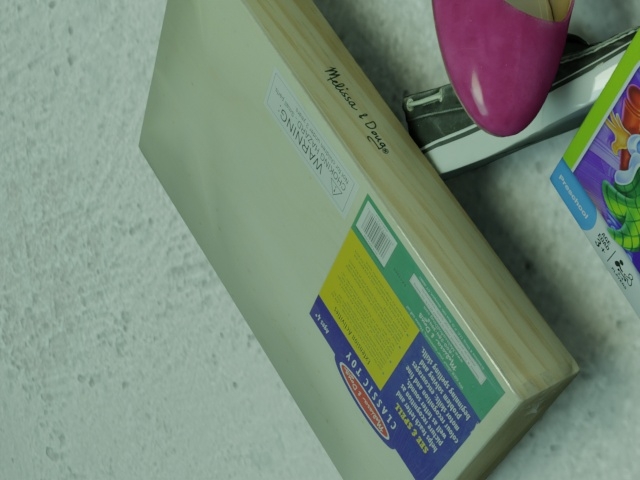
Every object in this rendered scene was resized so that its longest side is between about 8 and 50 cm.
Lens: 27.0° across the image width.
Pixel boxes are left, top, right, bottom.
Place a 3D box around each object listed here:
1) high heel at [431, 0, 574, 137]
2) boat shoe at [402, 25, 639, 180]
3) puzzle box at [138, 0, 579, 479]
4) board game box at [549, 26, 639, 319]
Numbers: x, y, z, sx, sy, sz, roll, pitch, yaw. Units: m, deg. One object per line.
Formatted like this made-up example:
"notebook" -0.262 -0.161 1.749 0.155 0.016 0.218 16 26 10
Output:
"high heel" 0.128 -0.178 0.713 0.117 0.082 0.244 -30 41 58
"boat shoe" 0.122 -0.094 0.805 0.219 0.078 0.070 -22 86 52
"puzzle box" 0.000 0.000 0.953 0.409 0.052 0.272 57 151 20
"board game box" 0.257 0.047 0.621 0.347 0.078 0.233 60 164 18
